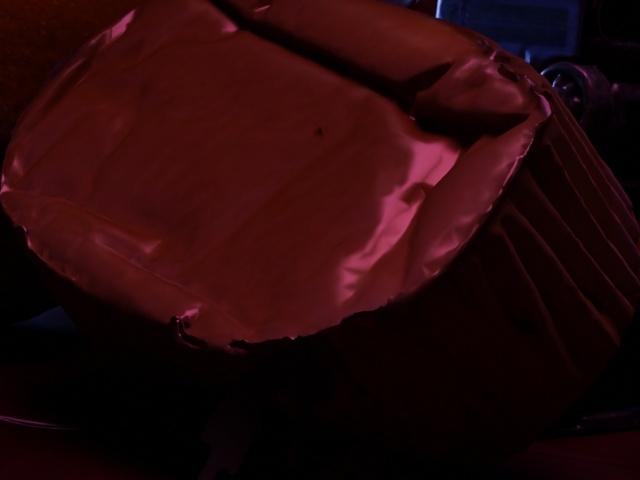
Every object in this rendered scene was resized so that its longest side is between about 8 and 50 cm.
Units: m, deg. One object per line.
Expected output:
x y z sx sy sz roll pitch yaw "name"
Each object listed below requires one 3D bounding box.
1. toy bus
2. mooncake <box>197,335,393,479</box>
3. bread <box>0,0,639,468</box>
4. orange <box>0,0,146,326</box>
0.118 -0.028 0.897 0.116 0.234 0.133 1 7 -40 "toy bus"
0.137 0.095 0.645 0.346 0.150 0.057 25 -7 -6 "mooncake"
0.000 0.000 0.781 0.288 0.204 0.156 14 -31 42 "bread"
-0.198 -0.076 0.933 0.264 0.264 0.264 7 7 -1 "orange"
